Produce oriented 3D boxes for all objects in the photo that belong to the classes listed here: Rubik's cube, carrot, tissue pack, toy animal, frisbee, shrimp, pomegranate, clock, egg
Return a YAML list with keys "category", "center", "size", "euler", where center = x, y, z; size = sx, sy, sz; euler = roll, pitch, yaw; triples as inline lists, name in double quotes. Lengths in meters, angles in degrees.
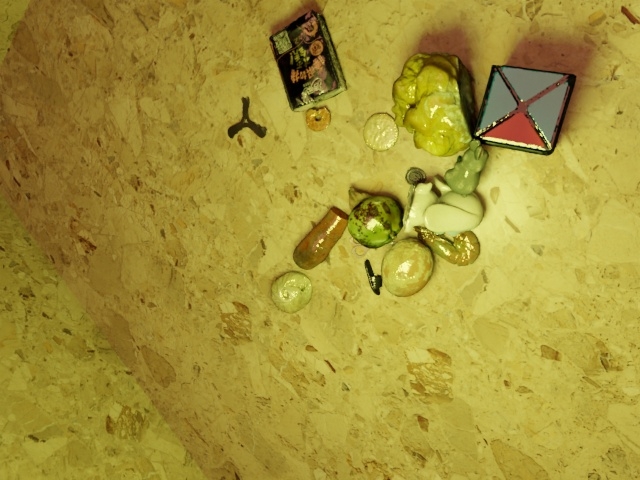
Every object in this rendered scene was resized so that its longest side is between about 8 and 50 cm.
- category: "Rubik's cube"
  center: [0.659, -0.421, 1.559]
  size: [0.247, 0.250, 0.248]
  euler: [18, 111, 22]
- category: "carrot"
  center: [0.000, 0.000, 2.043]
  size: [0.139, 0.139, 0.301]
  euler: [41, 115, 12]
- category: "tissue pack"
  center: [-0.055, -0.700, 1.917]
  size: [0.245, 0.123, 0.332]
  euler: [-18, 90, 27]
- category: "toy animal"
  center: [0.439, -0.129, 1.764]
  size: [0.290, 0.249, 0.174]
  euler: [-3, 141, -8]
- category: "frisbee"
  center: [-0.326, -0.543, 2.145]
  size: [0.211, 0.012, 0.187]
  euler: [10, 105, 24]
- category: "shrimp"
  center: [0.478, -0.002, 1.849]
  size: [0.267, 0.061, 0.145]
  euler: [27, 103, 22]
- category: "pomegranate"
  center: [0.204, -0.108, 1.878]
  size: [0.204, 0.222, 0.276]
  euler: [-30, 69, 45]
- category: "clock"
  center: [0.369, -0.246, 1.873]
  size: [0.083, 0.010, 0.074]
  euler: [23, 110, 20]
- category: "toy animal"
  center: [0.510, -0.248, 1.615]
  size: [0.236, 0.108, 0.138]
  euler: [126, 128, -63]
- category: "egg"
  center: [0.333, 0.110, 1.866]
  size: [0.203, 0.203, 0.245]
  euler: [26, 117, 19]

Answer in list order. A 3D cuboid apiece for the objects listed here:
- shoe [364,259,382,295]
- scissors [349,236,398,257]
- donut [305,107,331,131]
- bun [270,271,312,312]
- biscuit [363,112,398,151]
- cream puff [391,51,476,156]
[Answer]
- category: "shoe"
  center: [0.229, 0.150, 2.005]
  size: [0.053, 0.062, 0.159]
  euler: [-22, 88, 26]
- category: "scissors"
  center: [0.221, 0.018, 2.000]
  size: [0.212, 0.021, 0.110]
  euler: [-3, 102, 27]
- category: "donut"
  center: [-0.005, -0.495, 1.980]
  size: [0.108, 0.043, 0.097]
  euler: [9, 103, 24]
- category: "bun"
  center: [-0.132, 0.235, 2.162]
  size: [0.193, 0.128, 0.178]
  euler: [-28, 87, 26]
- category: "biscuit"
  center: [0.234, -0.423, 1.893]
  size: [0.152, 0.020, 0.152]
  euler: [6, 103, 25]
- category: "cream puff"
  center: [0.373, -0.458, 1.655]
  size: [0.276, 0.378, 0.378]
  euler: [-8, 98, 27]
